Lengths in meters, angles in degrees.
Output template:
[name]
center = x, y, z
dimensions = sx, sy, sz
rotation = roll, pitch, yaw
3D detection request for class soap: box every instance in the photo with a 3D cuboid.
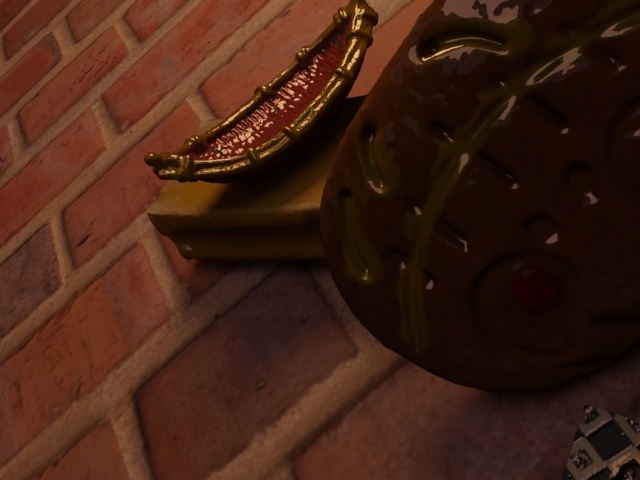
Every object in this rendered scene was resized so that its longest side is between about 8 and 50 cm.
[soap]
center = -0.049, -0.075, 0.783
dimensions = 0.315, 0.091, 0.199
rotation = 1, 52, 34

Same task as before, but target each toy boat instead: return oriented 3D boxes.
[toy boat]
center = -0.045, -0.154, 0.717
dimensions = 0.318, 0.099, 0.141
rotation = -42, 41, -11

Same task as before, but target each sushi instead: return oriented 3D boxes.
[sushi]
center = 0.242, 0.200, 0.471
dimensions = 0.126, 0.026, 0.120
rotation = 13, 72, 43

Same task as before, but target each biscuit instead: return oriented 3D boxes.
[biscuit]
center = 0.195, -0.042, 0.492
dimensions = 0.350, 0.070, 0.394
rotation = 30, 110, 4

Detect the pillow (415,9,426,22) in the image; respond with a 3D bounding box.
[pillow]
center = 0.187, -0.278, 0.798
dimensions = 0.091, 0.055, 0.136
rotation = -19, 48, -18
